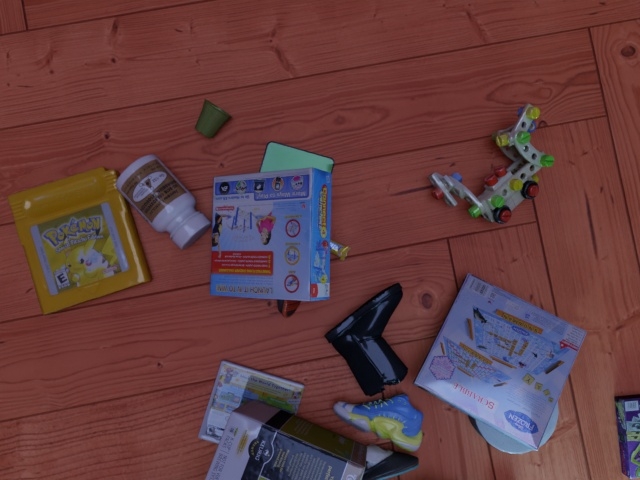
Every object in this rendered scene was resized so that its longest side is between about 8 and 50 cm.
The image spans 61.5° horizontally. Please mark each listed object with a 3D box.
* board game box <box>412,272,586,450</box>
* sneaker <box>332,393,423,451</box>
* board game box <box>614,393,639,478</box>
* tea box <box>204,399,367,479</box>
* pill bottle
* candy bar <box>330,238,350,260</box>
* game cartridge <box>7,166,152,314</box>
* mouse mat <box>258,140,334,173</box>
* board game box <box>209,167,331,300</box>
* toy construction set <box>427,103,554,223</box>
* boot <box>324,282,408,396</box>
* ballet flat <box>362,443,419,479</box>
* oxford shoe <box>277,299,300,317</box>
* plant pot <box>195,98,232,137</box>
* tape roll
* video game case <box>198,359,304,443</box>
[{"bbox_3d":[0.442,0.293,1.340,0.318,0.066,0.318,28,75,13],"label":"board game box"},{"bbox_3d":[0.156,0.441,1.387,0.240,0.091,0.126,26,68,0],"label":"sneaker"},{"bbox_3d":[0.964,0.503,1.420,0.347,0.056,0.208,-4,83,-2],"label":"board game box"},{"bbox_3d":[-0.096,0.590,1.238,0.323,0.220,0.329,21,84,10],"label":"tea box"},{"bbox_3d":[-0.391,-0.093,1.359,0.131,0.131,0.229,-43,90,-3],"label":"pill bottle"},{"bbox_3d":[0.000,0.000,1.424,0.161,0.018,0.040,28,87,-1],"label":"candy bar"},{"bbox_3d":[-0.620,-0.004,1.387,0.285,0.052,0.324,-18,89,-3],"label":"game cartridge"},{"bbox_3d":[-0.069,-0.170,1.435,0.189,0.007,0.153,16,87,-2],"label":"mouse mat"},{"bbox_3d":[-0.125,-0.012,1.311,0.308,0.086,0.302,0,87,32],"label":"board game box"},{"bbox_3d":[0.449,-0.174,1.380,0.327,0.151,0.215,-34,113,5],"label":"toy construction set"},{"bbox_3d":[0.161,0.255,1.377,0.246,0.094,0.207,-39,86,4],"label":"boot"},{"bbox_3d":[0.109,0.582,1.367,0.280,0.095,0.096,-24,76,-3],"label":"ballet flat"},{"bbox_3d":[-0.090,0.062,1.394,0.098,0.097,0.271,8,94,27],"label":"oxford shoe"},{"bbox_3d":[-0.287,-0.313,1.405,0.083,0.083,0.079,34,100,0],"label":"plant pot"},{"bbox_3d":[0.495,0.431,1.394,0.219,0.072,0.219,0,88,-3],"label":"tape roll"},{"bbox_3d":[-0.178,0.441,1.395,0.227,0.026,0.206,17,87,0],"label":"video game case"}]
